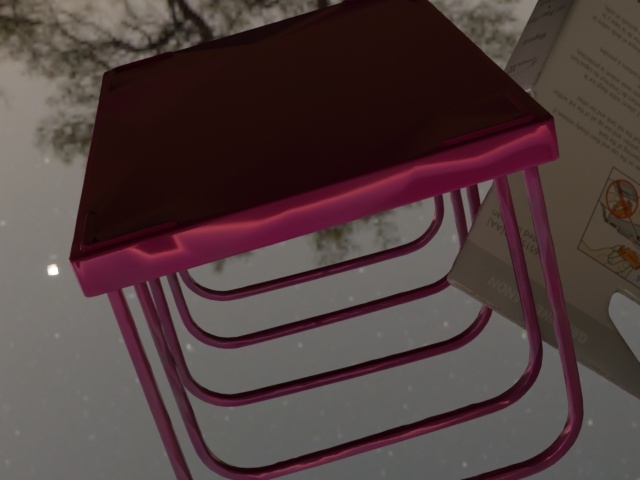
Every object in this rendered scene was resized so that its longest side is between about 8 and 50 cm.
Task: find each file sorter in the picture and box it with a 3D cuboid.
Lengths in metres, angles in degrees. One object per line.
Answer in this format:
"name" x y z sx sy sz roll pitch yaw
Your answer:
"file sorter" 0.000 0.000 0.610 0.202 0.182 0.291 -16 -155 -1

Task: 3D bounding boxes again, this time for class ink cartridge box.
"ink cartridge box" 0.217 -0.016 0.661 0.275 0.239 0.060 31 168 -17
